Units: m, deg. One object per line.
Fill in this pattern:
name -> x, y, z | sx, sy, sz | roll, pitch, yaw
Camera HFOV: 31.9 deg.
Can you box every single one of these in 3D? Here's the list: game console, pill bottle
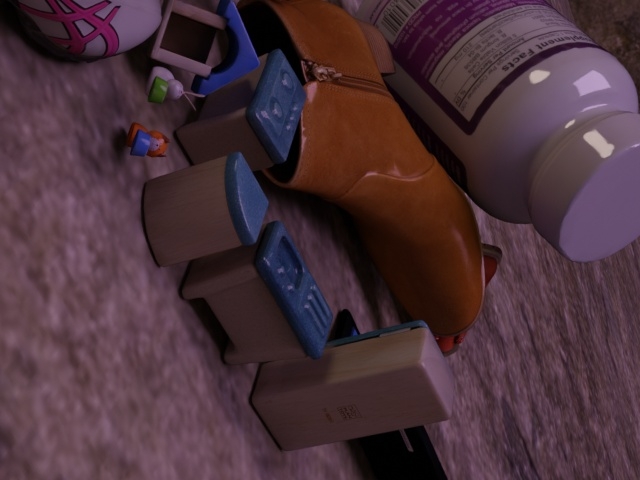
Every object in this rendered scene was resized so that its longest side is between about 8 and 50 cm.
game console -> 0.056, 0.122, 0.862 | 0.071, 0.107, 0.122 | -41, 118, -34
pill bottle -> 0.167, -0.122, 0.978 | 0.301, 0.169, 0.169 | 53, 6, 38

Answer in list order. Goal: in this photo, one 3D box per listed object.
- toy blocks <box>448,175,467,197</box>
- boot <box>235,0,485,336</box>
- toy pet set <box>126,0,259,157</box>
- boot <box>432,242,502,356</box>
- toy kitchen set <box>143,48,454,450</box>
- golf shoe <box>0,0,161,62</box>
toy blocks -> 0.116, -0.021, 1.105 | 0.148, 0.054, 0.123 | 34, 45, -58
boot -> 0.024, -0.045, 0.867 | 0.211, 0.104, 0.295 | -18, 89, -62
toy pet set -> -0.066, -0.105, 0.664 | 0.114, 0.065, 0.122 | -136, -115, -72
boot -> 0.122, 0.054, 1.004 | 0.158, 0.059, 0.085 | 108, -9, -66
toy kitchen set -> 0.000, 0.000, 0.731 | 0.207, 0.122, 0.166 | 61, 26, -31
golf shoe -> -0.125, -0.140, 0.575 | 0.186, 0.086, 0.068 | 9, 67, -67
